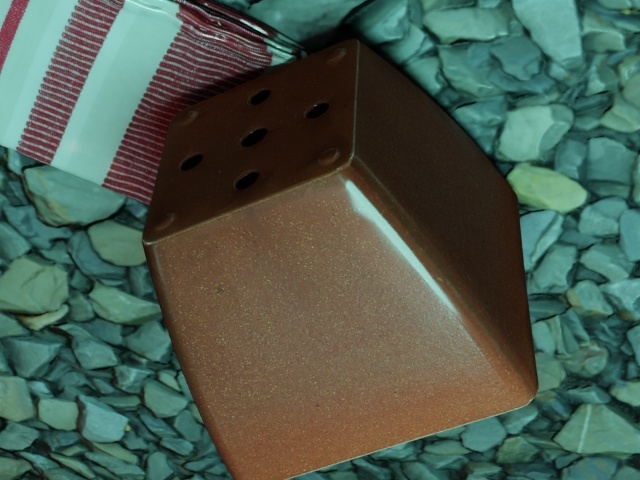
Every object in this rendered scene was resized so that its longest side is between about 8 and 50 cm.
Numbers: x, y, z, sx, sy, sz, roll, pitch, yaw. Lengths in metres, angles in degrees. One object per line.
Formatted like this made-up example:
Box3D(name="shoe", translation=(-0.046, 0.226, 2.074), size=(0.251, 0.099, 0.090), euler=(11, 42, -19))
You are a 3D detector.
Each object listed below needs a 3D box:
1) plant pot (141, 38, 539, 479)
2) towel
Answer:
Box3D(name="plant pot", translation=(0.000, 0.000, 1.047), size=(0.267, 0.267, 0.236), euler=(-21, 125, 20))
Box3D(name="towel", translation=(-0.199, -0.139, 1.100), size=(0.329, 0.037, 0.237), euler=(21, 135, -14))
